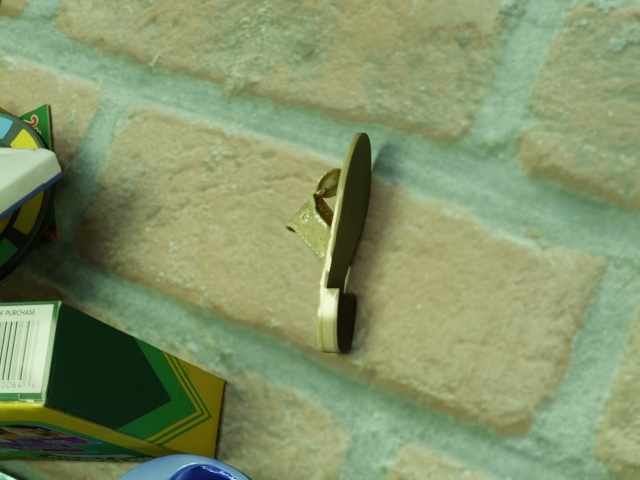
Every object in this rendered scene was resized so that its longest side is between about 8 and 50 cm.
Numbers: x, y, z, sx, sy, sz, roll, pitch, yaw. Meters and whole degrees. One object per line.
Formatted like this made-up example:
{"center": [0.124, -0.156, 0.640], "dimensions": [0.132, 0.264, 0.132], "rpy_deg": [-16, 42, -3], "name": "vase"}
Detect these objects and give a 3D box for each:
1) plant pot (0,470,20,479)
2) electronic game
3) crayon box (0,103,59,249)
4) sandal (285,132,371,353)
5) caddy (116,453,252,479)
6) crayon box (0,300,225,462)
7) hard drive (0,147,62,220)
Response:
{"center": [-0.424, 0.382, 1.297], "dimensions": [0.293, 0.293, 0.235], "rpy_deg": [28, 102, 30], "name": "plant pot"}
{"center": [-0.411, -0.046, 1.478], "dimensions": [0.229, 0.048, 0.229], "rpy_deg": [-7, 69, 19], "name": "electronic game"}
{"center": [-0.486, -0.052, 1.589], "dimensions": [0.319, 0.081, 0.202], "rpy_deg": [-19, 64, 18], "name": "crayon box"}
{"center": [-0.002, -0.002, 1.338], "dimensions": [0.079, 0.088, 0.240], "rpy_deg": [2, 78, 20], "name": "sandal"}
{"center": [-0.113, 0.376, 1.204], "dimensions": [0.241, 0.179, 0.341], "rpy_deg": [-23, 64, 17], "name": "caddy"}
{"center": [-0.333, 0.155, 1.307], "dimensions": [0.363, 0.313, 0.106], "rpy_deg": [-3, 71, 24], "name": "crayon box"}
{"center": [-0.448, -0.008, 1.306], "dimensions": [0.210, 0.040, 0.319], "rpy_deg": [4, 33, 34], "name": "hard drive"}
